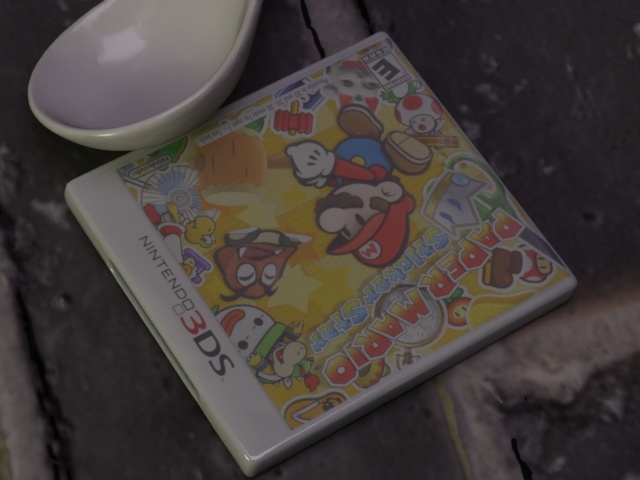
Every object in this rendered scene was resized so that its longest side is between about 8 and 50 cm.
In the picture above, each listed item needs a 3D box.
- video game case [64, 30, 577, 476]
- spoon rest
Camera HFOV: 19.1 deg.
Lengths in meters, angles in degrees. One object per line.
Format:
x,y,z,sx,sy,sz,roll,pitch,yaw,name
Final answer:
0.000,0.000,1.105,0.227,0.026,0.206,-27,67,-20,video game case
-0.058,-0.146,1.138,0.137,0.084,0.276,23,52,42,spoon rest
